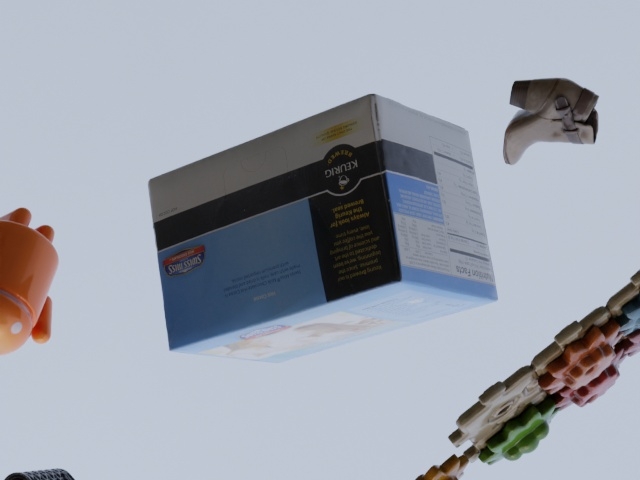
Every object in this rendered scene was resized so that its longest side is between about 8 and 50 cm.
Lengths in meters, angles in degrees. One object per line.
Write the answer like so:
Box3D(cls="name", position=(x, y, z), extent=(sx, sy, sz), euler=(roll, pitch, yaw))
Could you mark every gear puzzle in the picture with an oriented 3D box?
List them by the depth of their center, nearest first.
Box3D(cls="gear puzzle", position=(0.194, 0.141, 1.276), extent=(0.339, 0.175, 0.044), euler=(-38, -113, 0))

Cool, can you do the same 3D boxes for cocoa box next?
Box3D(cls="cocoa box", position=(0.000, 0.000, 1.794), extent=(0.347, 0.231, 0.228), euler=(-18, -108, 33))

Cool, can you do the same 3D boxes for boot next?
Box3D(cls="boot", position=(0.225, -0.109, 1.437), extent=(0.087, 0.118, 0.042), euler=(16, -128, 16))

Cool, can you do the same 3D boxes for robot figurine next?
Box3D(cls="robot figurine", position=(-0.424, 0.062, 1.970), extent=(0.128, 0.158, 0.219), euler=(7, -128, 11))

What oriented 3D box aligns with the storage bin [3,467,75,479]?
Box3D(cls="storage bin", position=(-0.328, 0.353, 1.647), extent=(0.122, 0.084, 0.180), euler=(43, -78, 22))
